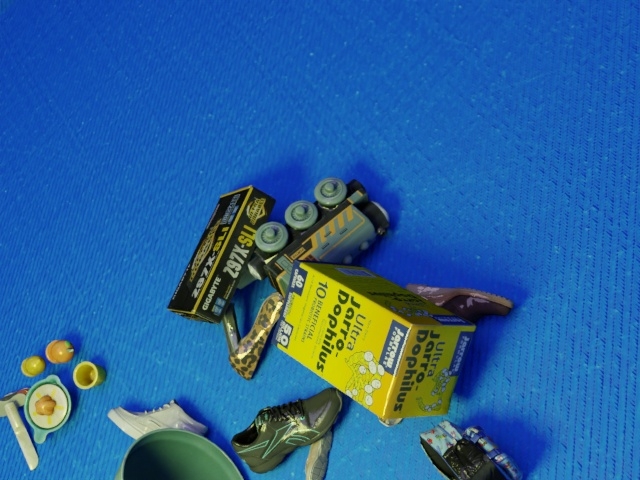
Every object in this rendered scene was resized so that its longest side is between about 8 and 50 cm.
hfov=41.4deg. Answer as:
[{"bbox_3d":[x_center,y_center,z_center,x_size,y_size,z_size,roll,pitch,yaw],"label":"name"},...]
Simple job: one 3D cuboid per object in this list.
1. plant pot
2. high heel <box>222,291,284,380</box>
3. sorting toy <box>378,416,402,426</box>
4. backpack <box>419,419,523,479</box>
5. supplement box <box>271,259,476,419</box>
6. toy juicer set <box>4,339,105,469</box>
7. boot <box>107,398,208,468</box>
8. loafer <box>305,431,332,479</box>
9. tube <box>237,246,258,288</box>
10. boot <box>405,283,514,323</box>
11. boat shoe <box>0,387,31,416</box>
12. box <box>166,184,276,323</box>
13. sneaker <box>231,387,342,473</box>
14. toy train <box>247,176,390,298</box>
[{"bbox_3d":[-0.327,0.580,1.810,0.196,0.293,0.293,-53,50,29],"label":"plant pot"},{"bbox_3d":[-0.094,0.212,1.961,0.261,0.093,0.186,-14,88,7],"label":"high heel"},{"bbox_3d":[0.141,0.341,1.773,0.075,0.045,0.083,21,81,42],"label":"sorting toy"},{"bbox_3d":[0.275,0.410,1.603,0.117,0.158,0.173,-44,43,-4],"label":"backpack"},{"bbox_3d":[0.097,0.189,1.700,0.357,0.195,0.194,26,105,46],"label":"supplement box"},{"bbox_3d":[-0.722,0.401,2.178,0.209,0.089,0.329,39,93,17],"label":"toy juicer set"},{"bbox_3d":[-0.380,0.429,2.010,0.258,0.095,0.123,25,77,27],"label":"boot"},{"bbox_3d":[-0.009,0.464,1.807,0.039,0.045,0.125,-7,58,46],"label":"loafer"},{"bbox_3d":[-0.114,0.027,2.046,0.240,0.062,0.070,-34,96,8],"label":"tube"},{"bbox_3d":[0.271,0.200,1.751,0.249,0.090,0.206,4,83,29],"label":"boot"},{"bbox_3d":[-0.834,0.435,2.286,0.137,0.049,0.043,-26,16,20],"label":"boat shoe"},{"bbox_3d":[-0.239,0.037,2.012,0.257,0.079,0.321,-3,60,66],"label":"box"},{"bbox_3d":[-0.072,0.396,1.813,0.267,0.106,0.101,-39,25,8],"label":"sneaker"},{"bbox_3d":[0.000,0.000,1.914,0.334,0.142,0.190,-38,60,-16],"label":"toy train"}]
